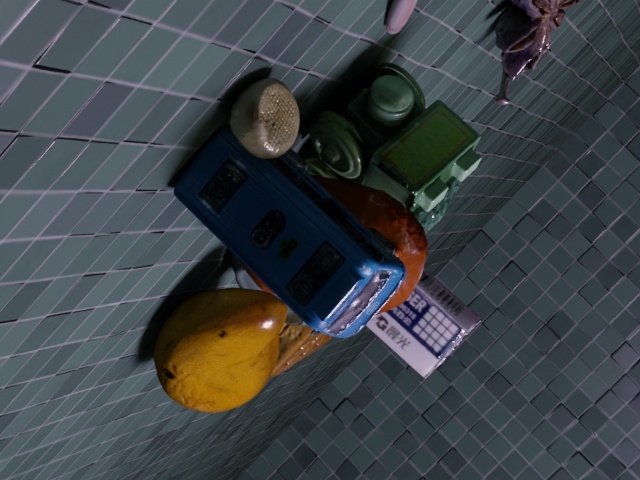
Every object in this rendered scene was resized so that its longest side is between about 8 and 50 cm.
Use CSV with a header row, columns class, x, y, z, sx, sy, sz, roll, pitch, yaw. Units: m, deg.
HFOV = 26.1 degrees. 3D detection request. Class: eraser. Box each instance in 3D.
class,x,y,z,sx,sy,sz,roll,pitch,yaw
eraser,0.117,0.087,2.312,0.130,0.287,0.086,-51,171,28

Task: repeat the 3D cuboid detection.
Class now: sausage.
class,x,y,z,sx,sy,sz,roll,pitch,yaw
sausage,0.001,0.001,1.654,0.153,0.268,0.141,-51,134,-27

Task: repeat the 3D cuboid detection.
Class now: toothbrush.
class,x,y,z,sx,sy,sz,roll,pitch,yaw
toothbrush,0.106,-0.284,1.480,0.029,0.025,0.307,-45,177,-14

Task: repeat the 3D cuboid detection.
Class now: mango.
class,x,y,z,sx,sy,sz,roll,pitch,yaw
mango,-0.139,0.141,1.924,0.177,0.120,0.295,5,143,-17

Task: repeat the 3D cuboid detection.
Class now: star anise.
class,x,y,z,sx,sy,sz,roll,pitch,yaw
star anise,0.313,-0.324,2.022,0.262,0.081,0.230,-58,167,11

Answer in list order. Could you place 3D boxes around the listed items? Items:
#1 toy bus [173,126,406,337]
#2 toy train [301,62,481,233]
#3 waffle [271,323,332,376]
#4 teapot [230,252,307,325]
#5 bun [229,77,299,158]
class,x,y,z,sx,sy,sz,roll,pitch,yaw
toy bus,-0.033,-0.009,1.487,0.113,0.246,0.134,-49,166,12
toy train,0.081,-0.094,1.748,0.159,0.188,0.271,-41,167,-25
waffle,0.004,0.118,2.529,0.224,0.098,0.328,-48,168,27
teapot,-0.029,0.027,1.925,0.159,0.159,0.232,-39,-162,-28
bun,-0.063,-0.125,1.430,0.055,0.086,0.086,-3,-164,34
